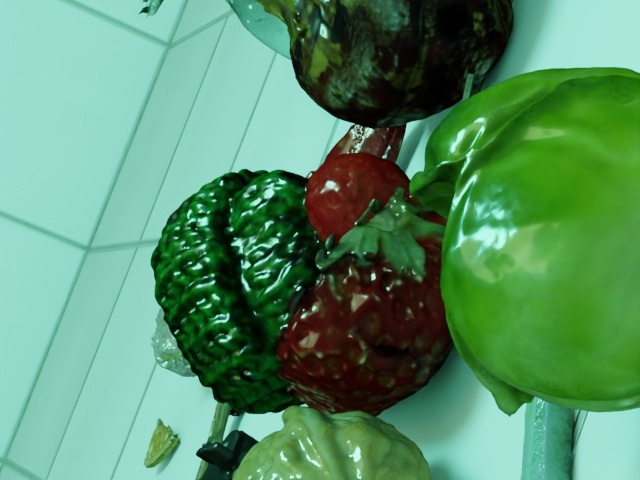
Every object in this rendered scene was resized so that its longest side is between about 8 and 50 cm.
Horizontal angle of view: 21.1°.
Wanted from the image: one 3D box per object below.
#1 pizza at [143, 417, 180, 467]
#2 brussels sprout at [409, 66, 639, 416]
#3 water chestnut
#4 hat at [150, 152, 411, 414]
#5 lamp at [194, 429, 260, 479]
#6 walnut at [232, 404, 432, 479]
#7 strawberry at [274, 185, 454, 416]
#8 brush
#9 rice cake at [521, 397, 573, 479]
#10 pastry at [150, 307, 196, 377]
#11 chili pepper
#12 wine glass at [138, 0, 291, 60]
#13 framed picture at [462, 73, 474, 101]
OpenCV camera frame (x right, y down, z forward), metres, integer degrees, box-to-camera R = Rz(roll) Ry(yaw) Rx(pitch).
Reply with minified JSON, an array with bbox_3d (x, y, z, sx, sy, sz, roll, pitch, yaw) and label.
[{"bbox_3d":[-0.232,0.298,2.565,0.083,0.025,0.078,-44,32,37],"label":"pizza"},{"bbox_3d":[0.202,-0.002,1.292,0.294,0.227,0.259,-4,71,33],"label":"brussels sprout"},{"bbox_3d":[0.052,-0.299,1.963,0.335,0.347,0.335,-166,90,-78],"label":"water chestnut"},{"bbox_3d":[-0.026,0.024,1.918,0.332,0.274,0.242,-38,-4,42],"label":"hat"},{"bbox_3d":[-0.149,0.385,1.884,0.374,0.205,0.272,-58,12,-9],"label":"lamp"},{"bbox_3d":[0.010,0.248,1.607,0.245,0.198,0.198,-165,98,-82],"label":"walnut"},{"bbox_3d":[0.061,0.097,1.731,0.253,0.150,0.280,-26,-36,-61],"label":"strawberry"},{"bbox_3d":[-0.128,0.253,2.304,0.043,0.036,0.248,174,111,-76],"label":"brush"},{"bbox_3d":[0.188,0.173,1.437,0.043,0.034,0.211,-45,27,44],"label":"rice cake"},{"bbox_3d":[-0.190,0.117,2.539,0.112,0.103,0.265,-39,22,24],"label":"pastry"},{"bbox_3d":[0.000,0.000,2.132,0.388,0.110,0.110,-60,18,10],"label":"chili pepper"},{"bbox_3d":[-0.054,-0.336,2.317,0.190,0.357,0.190,-167,90,-81],"label":"wine glass"},{"bbox_3d":[0.148,-0.091,1.865,0.109,0.011,0.149,91,-170,-60],"label":"framed picture"}]
